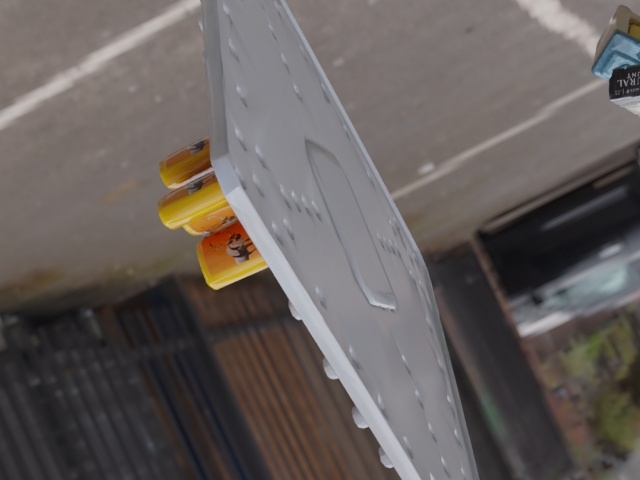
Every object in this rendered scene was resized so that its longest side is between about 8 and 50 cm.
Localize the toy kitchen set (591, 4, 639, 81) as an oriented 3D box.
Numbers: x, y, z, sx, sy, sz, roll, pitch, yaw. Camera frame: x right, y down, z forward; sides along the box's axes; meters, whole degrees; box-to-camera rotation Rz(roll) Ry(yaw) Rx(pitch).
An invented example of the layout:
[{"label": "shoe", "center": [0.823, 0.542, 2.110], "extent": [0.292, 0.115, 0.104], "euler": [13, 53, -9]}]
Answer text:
[{"label": "toy kitchen set", "center": [0.330, -0.178, 1.235], "extent": [0.122, 0.166, 0.207], "euler": [-79, -165, -59]}]

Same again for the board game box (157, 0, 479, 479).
[{"label": "board game box", "center": [0.000, 0.000, 1.037], "extent": [0.050, 0.390, 0.390], "euler": [-23, -145, 10]}]

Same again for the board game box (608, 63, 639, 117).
[{"label": "board game box", "center": [0.307, -0.102, 1.095], "extent": [0.186, 0.026, 0.126], "euler": [-7, 164, 38]}]
